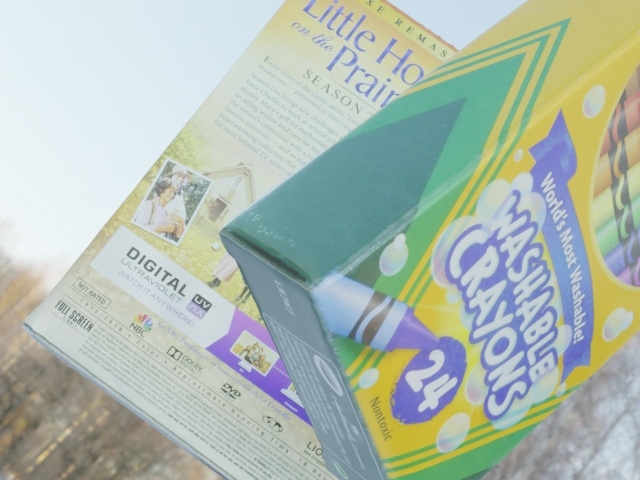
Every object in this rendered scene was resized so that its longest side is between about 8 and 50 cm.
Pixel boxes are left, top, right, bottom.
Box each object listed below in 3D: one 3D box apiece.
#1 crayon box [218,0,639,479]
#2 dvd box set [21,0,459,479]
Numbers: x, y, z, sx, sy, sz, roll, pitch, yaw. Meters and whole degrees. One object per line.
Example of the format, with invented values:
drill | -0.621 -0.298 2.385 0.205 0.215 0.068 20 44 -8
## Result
crayon box | 0.120 -0.013 0.628 0.083 0.323 0.203 31 -28 44
dvd box set | 0.000 0.000 0.955 0.307 0.420 0.062 35 -15 3
